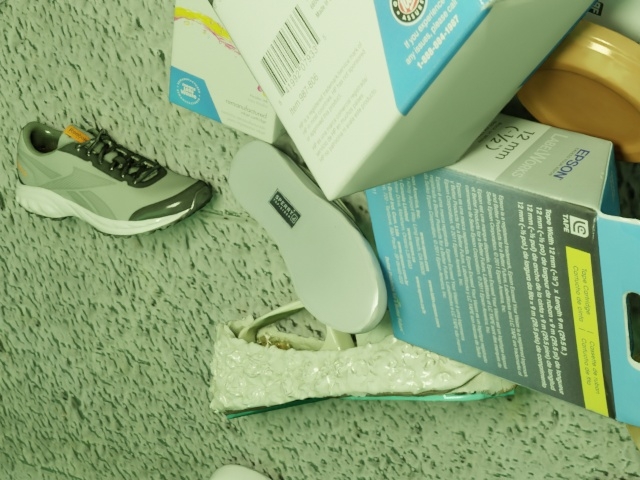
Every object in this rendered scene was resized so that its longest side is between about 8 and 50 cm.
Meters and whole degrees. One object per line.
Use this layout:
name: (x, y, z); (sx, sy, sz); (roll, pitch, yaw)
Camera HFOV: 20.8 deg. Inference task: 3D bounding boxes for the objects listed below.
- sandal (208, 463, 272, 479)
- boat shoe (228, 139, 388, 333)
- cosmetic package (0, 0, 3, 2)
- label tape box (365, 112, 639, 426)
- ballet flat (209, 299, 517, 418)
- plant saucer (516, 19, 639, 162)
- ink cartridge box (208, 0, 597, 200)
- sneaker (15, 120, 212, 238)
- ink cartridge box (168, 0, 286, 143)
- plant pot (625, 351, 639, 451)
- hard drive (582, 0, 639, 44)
sandal: (-0.120, 0.465, 2.263); (0.169, 0.102, 0.416); (17, 127, 26)
boat shoe: (0.000, 0.000, 1.818); (0.096, 0.088, 0.267); (-54, 52, 14)
cosmetic package: (-0.462, -0.459, 1.892); (0.284, 0.097, 0.377); (30, 132, 19)
label tape box: (0.215, 0.020, 1.676); (0.347, 0.115, 0.249); (17, 134, 36)
ballet flat: (0.027, 0.122, 1.921); (0.409, 0.147, 0.147); (-8, 114, 38)
plant saucer: (0.251, -0.130, 1.588); (0.200, 0.037, 0.200); (28, 164, 9)
ink cartridge box: (0.029, -0.283, 1.523); (0.395, 0.166, 0.285); (59, 140, 17)
sneaker: (-0.247, -0.073, 1.998); (0.271, 0.100, 0.108); (11, 120, 29)
ink cartridge box: (-0.076, -0.232, 1.785); (0.134, 0.078, 0.231); (23, 129, 21)
plant pot: (0.395, 0.198, 1.732); (0.236, 0.032, 0.236); (39, 151, 27)
hard drive: (0.316, -0.239, 1.521); (0.339, 0.064, 0.237); (24, 130, 19)
